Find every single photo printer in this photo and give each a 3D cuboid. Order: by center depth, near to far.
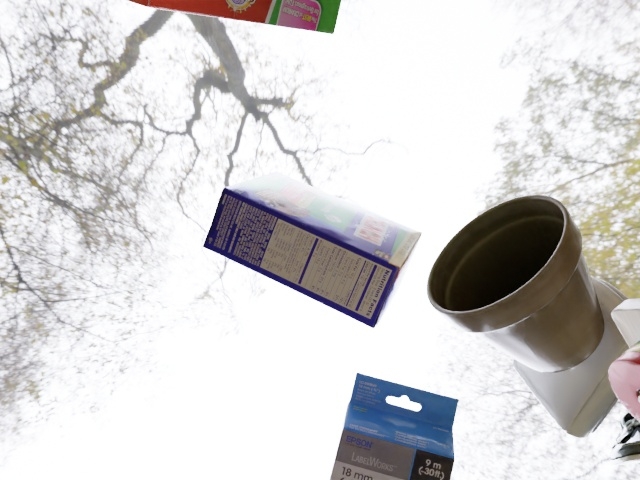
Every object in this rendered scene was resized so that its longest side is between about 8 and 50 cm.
[{"bbox_3d":[0.589,0.244,1.462,0.107,0.256,0.307,12,-64,-24],"label":"photo printer"}]

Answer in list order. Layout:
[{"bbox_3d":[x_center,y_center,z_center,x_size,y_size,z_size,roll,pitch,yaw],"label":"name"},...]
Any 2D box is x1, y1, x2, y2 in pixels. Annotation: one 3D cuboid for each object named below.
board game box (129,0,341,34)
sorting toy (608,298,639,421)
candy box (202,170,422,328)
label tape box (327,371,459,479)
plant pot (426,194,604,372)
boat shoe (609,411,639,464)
[{"bbox_3d":[-0.162,-0.341,0.851,0.242,0.316,0.064,28,-64,34],"label":"board game box"},{"bbox_3d":[0.387,0.178,0.567,0.089,0.255,0.257,-32,-89,-16],"label":"sorting toy"},{"bbox_3d":[0.000,0.000,1.146,0.317,0.268,0.122,25,-73,9],"label":"candy box"},{"bbox_3d":[0.147,0.474,1.369,0.240,0.106,0.334,14,-97,6],"label":"label tape box"},{"bbox_3d":[0.430,0.113,1.341,0.323,0.323,0.280,-48,-68,-9],"label":"plant pot"},{"bbox_3d":[0.700,0.436,1.447,0.116,0.319,0.099,-16,-107,26],"label":"boat shoe"}]
